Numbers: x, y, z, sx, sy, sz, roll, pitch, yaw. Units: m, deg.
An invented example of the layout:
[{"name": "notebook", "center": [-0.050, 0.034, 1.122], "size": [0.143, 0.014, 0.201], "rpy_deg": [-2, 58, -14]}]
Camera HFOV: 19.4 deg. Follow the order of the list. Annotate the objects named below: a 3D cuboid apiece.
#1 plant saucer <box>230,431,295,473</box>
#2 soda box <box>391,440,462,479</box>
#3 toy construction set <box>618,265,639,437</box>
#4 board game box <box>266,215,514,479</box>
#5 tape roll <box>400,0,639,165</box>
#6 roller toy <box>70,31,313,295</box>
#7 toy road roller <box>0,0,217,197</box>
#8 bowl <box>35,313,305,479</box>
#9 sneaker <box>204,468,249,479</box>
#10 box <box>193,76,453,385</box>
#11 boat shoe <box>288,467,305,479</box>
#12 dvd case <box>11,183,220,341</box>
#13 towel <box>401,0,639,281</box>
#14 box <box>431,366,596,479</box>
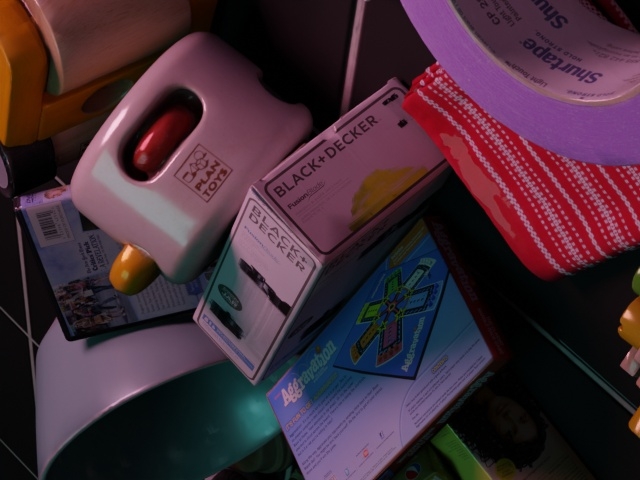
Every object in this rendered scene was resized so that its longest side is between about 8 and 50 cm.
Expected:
[{"name": "plant saucer", "center": [-0.136, 0.168, 2.191], "size": [0.278, 0.041, 0.278], "rpy_deg": [39, 153, 25]}, {"name": "soda box", "center": [0.130, 0.247, 1.719], "size": [0.181, 0.061, 0.058], "rpy_deg": [39, -157, -34]}, {"name": "toy construction set", "center": [0.274, 0.047, 1.174], "size": [0.237, 0.257, 0.309], "rpy_deg": [49, 137, 37]}, {"name": "board game box", "center": [0.054, 0.119, 1.637], "size": [0.281, 0.027, 0.145], "rpy_deg": [-50, 56, 41]}, {"name": "tape roll", "center": [0.161, -0.184, 1.129], "size": [0.275, 0.090, 0.275], "rpy_deg": [33, 143, 29]}, {"name": "roller toy", "center": [-0.105, -0.064, 1.591], "size": [0.146, 0.209, 0.191], "rpy_deg": [39, 136, 3]}, {"name": "toy road roller", "center": [-0.248, -0.212, 1.700], "size": [0.241, 0.202, 0.329], "rpy_deg": [58, 157, 12]}, {"name": "bowl", "center": [-0.172, 0.136, 1.964], "size": [0.311, 0.311, 0.163], "rpy_deg": [103, 145, -59]}, {"name": "sneaker", "center": [-0.099, 0.342, 2.286], "size": [0.081, 0.080, 0.211], "rpy_deg": [36, 162, 43]}, {"name": "box", "center": [0.000, 0.000, 1.588], "size": [0.087, 0.169, 0.290], "rpy_deg": [47, 154, 10]}, {"name": "boat shoe", "center": [-0.037, 0.315, 2.202], "size": [0.056, 0.049, 0.152], "rpy_deg": [42, 154, 19]}, {"name": "dvd case", "center": [-0.145, 0.002, 1.779], "size": [0.022, 0.253, 0.180], "rpy_deg": [-102, -2, -48]}, {"name": "towel", "center": [0.175, -0.072, 1.361], "size": [0.199, 0.031, 0.275], "rpy_deg": [53, 155, -3]}, {"name": "box", "center": [0.180, 0.208, 1.655], "size": [0.232, 0.087, 0.058], "rpy_deg": [51, 155, 0]}]
